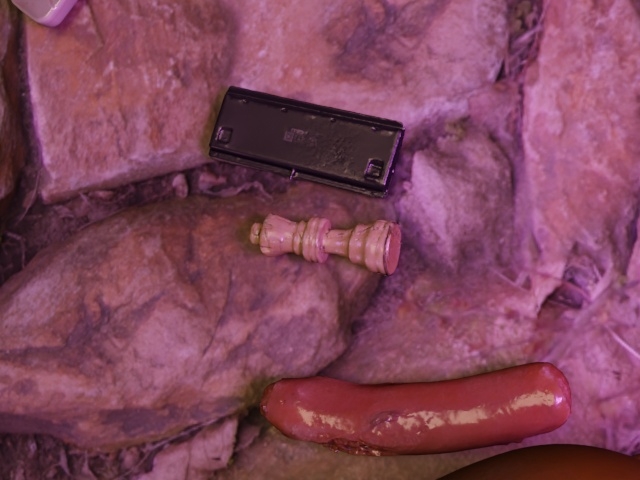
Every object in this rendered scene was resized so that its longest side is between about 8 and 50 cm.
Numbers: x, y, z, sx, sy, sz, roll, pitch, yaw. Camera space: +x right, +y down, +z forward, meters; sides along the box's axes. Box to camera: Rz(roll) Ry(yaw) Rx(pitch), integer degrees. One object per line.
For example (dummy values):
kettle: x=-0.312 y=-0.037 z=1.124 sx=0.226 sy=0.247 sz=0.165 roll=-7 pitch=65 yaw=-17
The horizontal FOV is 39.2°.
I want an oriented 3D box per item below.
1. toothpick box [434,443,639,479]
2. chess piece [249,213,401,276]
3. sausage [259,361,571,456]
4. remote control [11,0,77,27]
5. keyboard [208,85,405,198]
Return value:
toothpick box: x=0.183 y=0.374 z=0.687 sx=0.425 sy=0.409 sz=0.409 roll=-39 pitch=72 yaw=6
chess piece: x=0.000 y=0.000 z=0.987 sx=0.171 sy=0.060 sz=0.060 roll=7 pitch=85 yaw=21
sausage: x=0.091 y=0.175 z=0.918 sx=0.326 sy=0.079 sz=0.087 roll=-7 pitch=91 yaw=20
remote control: x=-0.306 y=-0.381 z=1.151 sx=0.090 sy=0.049 sz=0.230 roll=39 pitch=97 yaw=21
keyboard: x=-0.020 y=-0.112 z=1.024 sx=0.230 sy=0.025 sz=0.094 roll=16 pitch=87 yaw=21
